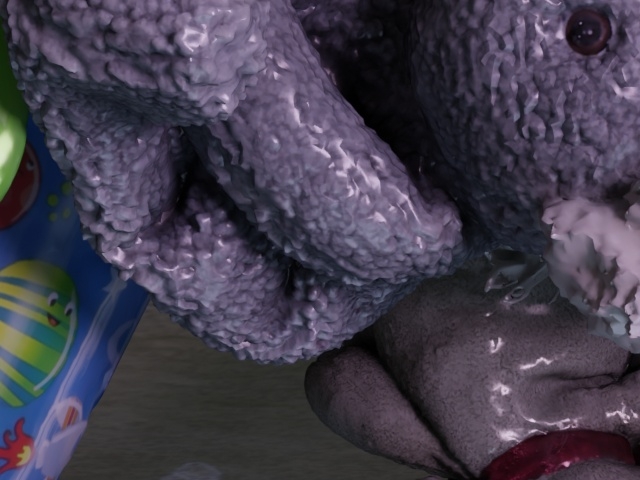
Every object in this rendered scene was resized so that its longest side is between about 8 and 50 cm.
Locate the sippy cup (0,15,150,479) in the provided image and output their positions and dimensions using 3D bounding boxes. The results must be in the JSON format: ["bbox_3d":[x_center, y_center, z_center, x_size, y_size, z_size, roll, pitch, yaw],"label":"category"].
[{"bbox_3d":[-0.161,0.004,0.696,0.240,0.224,0.305,7,157,21],"label":"sippy cup"}]

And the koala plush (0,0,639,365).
[{"bbox_3d":[0.053,-0.049,0.587,0.221,0.196,0.203,4,132,21],"label":"koala plush"}]

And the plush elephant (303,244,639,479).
[{"bbox_3d":[0.129,0.120,1.017,0.272,0.255,0.330,-10,168,5],"label":"plush elephant"}]
